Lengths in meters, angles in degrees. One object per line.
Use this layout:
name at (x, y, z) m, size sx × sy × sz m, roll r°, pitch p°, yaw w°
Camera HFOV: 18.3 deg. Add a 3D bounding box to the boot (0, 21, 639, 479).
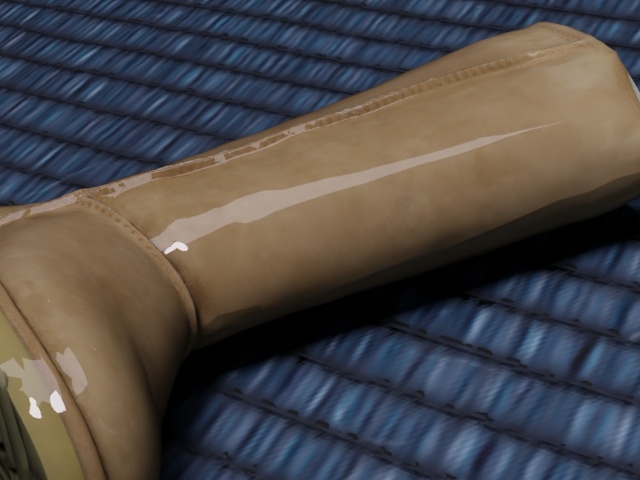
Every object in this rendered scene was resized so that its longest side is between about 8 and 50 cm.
boot at (0.000, 0.000, 0.680) m, size 0.269 × 0.089 × 0.236 m, roll -18°, pitch 25°, yaw -15°
